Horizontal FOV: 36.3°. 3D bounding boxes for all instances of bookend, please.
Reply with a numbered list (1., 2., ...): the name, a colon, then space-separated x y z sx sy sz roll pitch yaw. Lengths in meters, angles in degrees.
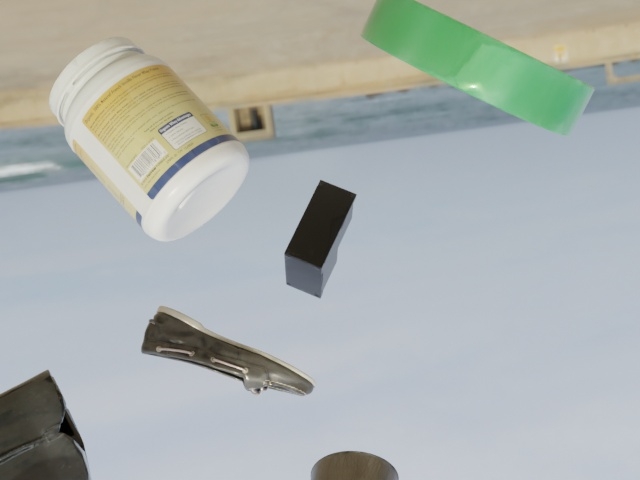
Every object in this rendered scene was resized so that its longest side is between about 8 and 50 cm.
1. bookend: 0.000 0.000 1.763 0.072 0.157 0.156 22 159 9

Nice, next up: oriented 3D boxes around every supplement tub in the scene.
1. supplement tub: -0.301 -0.180 1.710 0.228 0.316 0.228 -40 168 -11

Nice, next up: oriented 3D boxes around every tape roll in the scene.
1. tape roll: 0.213 -0.246 1.340 0.321 0.077 0.321 24 -165 -7

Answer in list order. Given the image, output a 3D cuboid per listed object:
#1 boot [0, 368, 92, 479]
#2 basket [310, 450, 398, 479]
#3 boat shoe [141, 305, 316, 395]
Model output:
1. boot: -0.600 0.302 1.456 0.445 0.367 0.146 -24 170 -7
2. basket: 0.040 0.510 1.684 0.154 0.227 0.204 20 141 -7
3. boat shoe: -0.175 0.234 1.826 0.335 0.096 0.112 25 163 1
